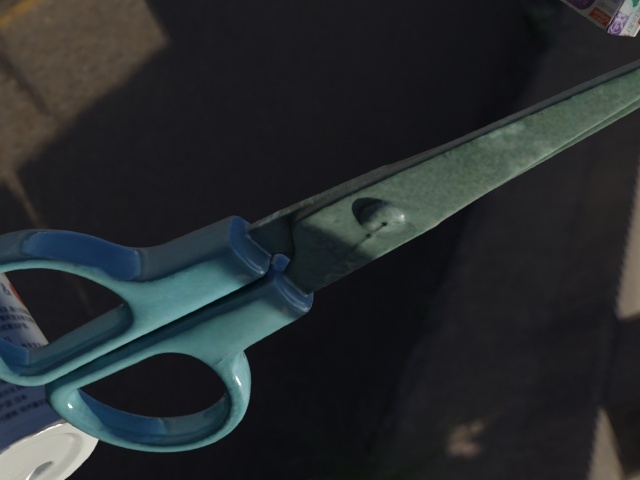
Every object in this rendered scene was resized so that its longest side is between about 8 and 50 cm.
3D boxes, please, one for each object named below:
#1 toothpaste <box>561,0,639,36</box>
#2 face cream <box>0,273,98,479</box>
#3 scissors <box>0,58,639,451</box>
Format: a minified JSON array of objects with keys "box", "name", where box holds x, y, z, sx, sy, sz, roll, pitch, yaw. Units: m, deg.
[{"box":[0.254,-0.257,1.714,0.040,0.047,0.196,18,19,-34],"name":"toothpaste"},{"box":[-0.322,0.034,1.319,0.369,0.145,0.145,53,15,20],"name":"face cream"},{"box":[0.000,0.000,0.895,0.192,0.447,0.029,42,38,-33],"name":"scissors"}]
